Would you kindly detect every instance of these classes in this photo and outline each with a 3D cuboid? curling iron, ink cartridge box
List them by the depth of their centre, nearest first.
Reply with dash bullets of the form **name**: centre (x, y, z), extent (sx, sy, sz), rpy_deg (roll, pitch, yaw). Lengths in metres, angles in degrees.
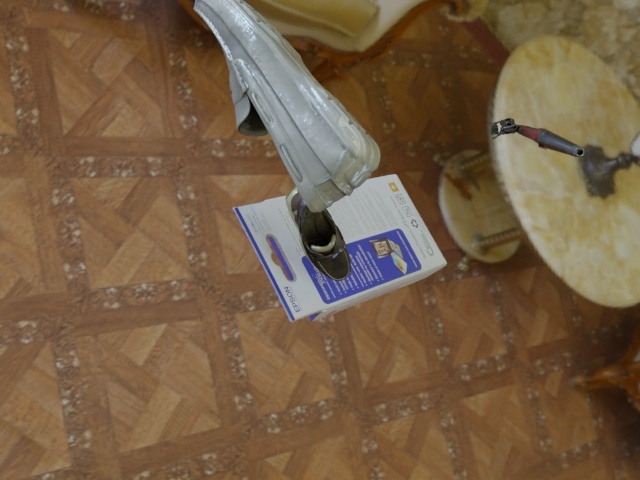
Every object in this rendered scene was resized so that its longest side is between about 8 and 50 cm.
- **ink cartridge box**: centre (0.031, 0.008, 1.140), extent (0.371, 0.069, 0.176), rpy_deg (-14, 72, -49)
- **curling iron**: centre (0.386, -0.178, 1.368), extent (0.068, 0.274, 0.035), rpy_deg (-17, 113, -12)

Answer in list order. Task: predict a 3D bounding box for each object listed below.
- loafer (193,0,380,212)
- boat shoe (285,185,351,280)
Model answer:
- **loafer**: centre (-0.062, -0.171, 0.889), extent (0.319, 0.111, 0.112), rpy_deg (53, 12, 23)
- **boat shoe**: centre (0.000, 0.000, 0.965), extent (0.152, 0.056, 0.049), rpy_deg (59, 3, -34)
